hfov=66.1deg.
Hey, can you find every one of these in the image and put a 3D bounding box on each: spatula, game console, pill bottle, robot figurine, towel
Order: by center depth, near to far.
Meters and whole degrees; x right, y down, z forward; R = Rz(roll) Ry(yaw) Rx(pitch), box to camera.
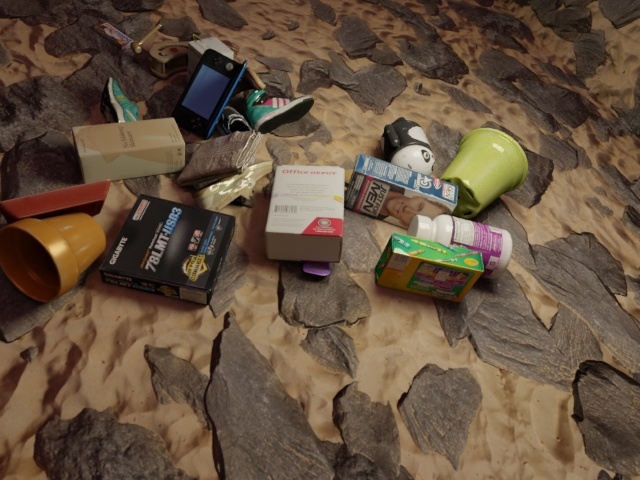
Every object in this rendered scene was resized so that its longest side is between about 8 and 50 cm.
[{"bbox_3d":[0.000,0.000,1.546,0.084,0.030,0.296,13,47,-6],"label":"spatula"},{"bbox_3d":[-0.322,-0.262,1.560,0.282,0.049,0.187,-8,45,31],"label":"towel"},{"bbox_3d":[0.433,0.013,1.567,0.301,0.169,0.169,13,48,-4],"label":"pill bottle"},{"bbox_3d":[-0.386,-0.509,1.681,0.250,0.293,0.173,31,4,12],"label":"game console"},{"bbox_3d":[0.324,-0.336,1.835,0.209,0.173,0.278,1,49,-13],"label":"robot figurine"}]

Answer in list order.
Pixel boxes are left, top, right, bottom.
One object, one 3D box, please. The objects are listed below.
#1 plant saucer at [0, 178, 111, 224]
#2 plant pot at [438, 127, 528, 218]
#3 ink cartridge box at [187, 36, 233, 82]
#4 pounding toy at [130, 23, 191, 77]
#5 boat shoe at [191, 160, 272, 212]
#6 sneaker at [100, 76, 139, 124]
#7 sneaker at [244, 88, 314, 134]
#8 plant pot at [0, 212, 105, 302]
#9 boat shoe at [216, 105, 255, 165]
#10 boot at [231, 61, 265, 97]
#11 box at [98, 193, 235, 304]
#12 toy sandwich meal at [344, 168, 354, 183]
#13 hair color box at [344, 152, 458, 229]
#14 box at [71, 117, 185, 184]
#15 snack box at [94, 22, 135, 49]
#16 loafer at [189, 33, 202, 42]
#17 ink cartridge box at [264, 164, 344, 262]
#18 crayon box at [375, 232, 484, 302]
[{"bbox_3d":[-0.692,-0.084,1.306,0.258,0.259,0.048,-18,91,-29],"label":"plant saucer"},{"bbox_3d":[0.552,-0.221,1.767,0.276,0.276,0.254,39,62,18],"label":"plant pot"},{"bbox_3d":[-0.427,-0.670,1.906,0.127,0.176,0.128,-30,64,-34],"label":"ink cartridge box"},{"bbox_3d":[-0.597,-0.746,1.937,0.269,0.155,0.154,-12,50,-25],"label":"pounding toy"},{"bbox_3d":[-0.267,-0.170,1.581,0.302,0.109,0.098,-35,107,-36],"label":"boat shoe"},{"bbox_3d":[-0.696,-0.459,1.719,0.110,0.107,0.275,-2,53,-43],"label":"sneaker"},{"bbox_3d":[-0.179,-0.532,1.903,0.295,0.124,0.178,-33,74,-34],"label":"sneaker"},{"bbox_3d":[-0.659,0.020,1.241,0.205,0.205,0.188,29,33,9],"label":"plant pot"},{"bbox_3d":[-0.302,-0.401,1.759,0.108,0.102,0.301,-7,53,-22],"label":"boat shoe"},{"bbox_3d":[-0.322,-0.548,1.816,0.207,0.090,0.248,-46,44,1],"label":"boot"},{"bbox_3d":[-0.415,0.019,1.385,0.293,0.073,0.295,15,47,-5],"label":"box"},{"bbox_3d":[0.114,-0.224,1.778,0.085,0.029,0.085,5,50,-6],"label":"toy sandwich meal"},{"bbox_3d":[0.263,-0.147,1.654,0.347,0.174,0.105,18,48,0],"label":"hair color box"},{"bbox_3d":[-0.602,-0.287,1.559,0.311,0.121,0.148,-14,56,-27],"label":"box"},{"bbox_3d":[-0.854,-0.849,2.042,0.178,0.022,0.064,37,49,16],"label":"snack box"},{"bbox_3d":[-0.488,-0.814,2.091,0.170,0.061,0.062,29,47,9],"label":"loafer"},{"bbox_3d":[-0.040,-0.087,1.515,0.226,0.131,0.306,3,45,3],"label":"ink cartridge box"},{"bbox_3d":[0.321,0.085,1.475,0.278,0.165,0.081,12,48,-6],"label":"crayon box"}]
